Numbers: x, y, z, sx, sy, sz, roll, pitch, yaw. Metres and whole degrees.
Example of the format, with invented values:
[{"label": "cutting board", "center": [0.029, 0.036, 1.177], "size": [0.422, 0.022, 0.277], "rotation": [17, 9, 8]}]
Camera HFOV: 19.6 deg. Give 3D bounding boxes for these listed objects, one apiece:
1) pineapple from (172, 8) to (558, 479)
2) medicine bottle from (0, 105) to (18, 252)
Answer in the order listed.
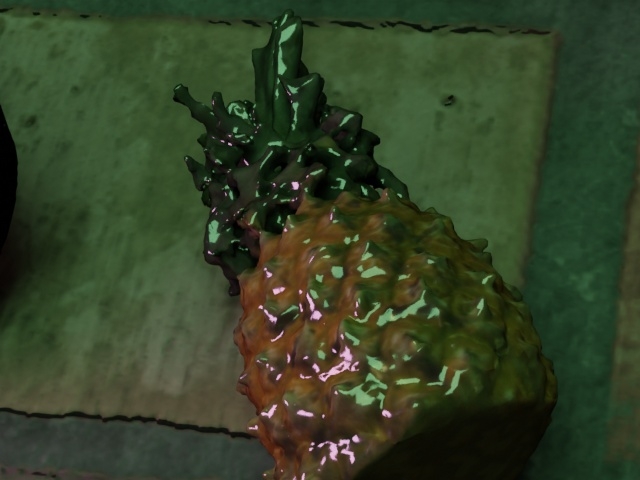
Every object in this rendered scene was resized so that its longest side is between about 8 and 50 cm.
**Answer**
[{"label": "pineapple", "center": [0.000, 0.000, 1.028], "size": [0.169, 0.169, 0.340], "rotation": [-23, 53, -4]}, {"label": "medicine bottle", "center": [-0.376, -0.085, 1.112], "size": [0.242, 0.242, 0.395], "rotation": [-44, 51, -17]}]
